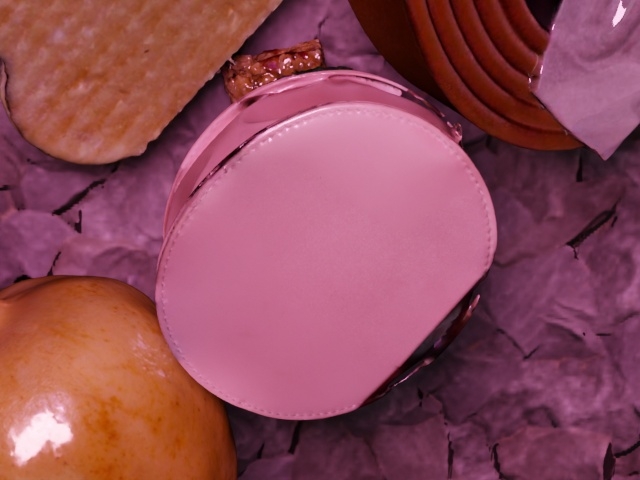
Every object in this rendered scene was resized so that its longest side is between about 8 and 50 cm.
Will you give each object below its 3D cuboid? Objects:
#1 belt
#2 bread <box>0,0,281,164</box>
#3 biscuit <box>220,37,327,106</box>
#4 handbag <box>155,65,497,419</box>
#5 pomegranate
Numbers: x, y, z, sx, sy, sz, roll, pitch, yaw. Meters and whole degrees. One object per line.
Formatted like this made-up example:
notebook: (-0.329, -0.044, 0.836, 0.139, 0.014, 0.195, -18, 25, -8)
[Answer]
belt: (0.114, -0.211, 1.010, 0.217, 0.122, 0.338, -7, 116, -20)
bread: (-0.099, -0.183, 1.065, 0.286, 0.056, 0.207, -43, 113, 13)
biscuit: (-0.007, -0.024, 1.167, 0.064, 0.034, 0.199, -13, 118, 2)
handbag: (0.000, -0.001, 1.094, 0.179, 0.116, 0.205, 36, 108, -20)
pomegranate: (-0.153, 0.132, 1.141, 0.233, 0.233, 0.233, -2, 117, -3)
